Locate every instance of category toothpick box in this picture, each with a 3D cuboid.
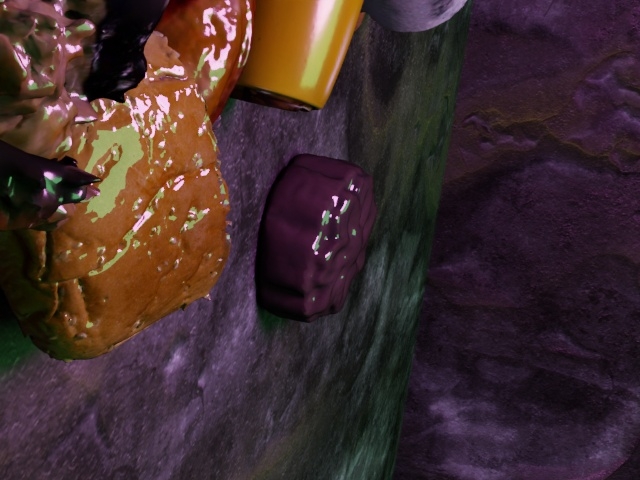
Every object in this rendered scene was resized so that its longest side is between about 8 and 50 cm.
[{"bbox_3d":[-0.034,-0.293,1.142,0.175,0.175,0.271,2,103,-75],"label":"toothpick box"}]

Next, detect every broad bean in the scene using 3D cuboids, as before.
[{"bbox_3d":[-0.143,-0.187,0.921,0.122,0.156,0.228,27,79,-31],"label":"broad bean"}]

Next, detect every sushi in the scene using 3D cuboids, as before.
[{"bbox_3d":[-0.216,-0.105,0.530,0.225,0.239,0.218,94,6,-71],"label":"sushi"}]

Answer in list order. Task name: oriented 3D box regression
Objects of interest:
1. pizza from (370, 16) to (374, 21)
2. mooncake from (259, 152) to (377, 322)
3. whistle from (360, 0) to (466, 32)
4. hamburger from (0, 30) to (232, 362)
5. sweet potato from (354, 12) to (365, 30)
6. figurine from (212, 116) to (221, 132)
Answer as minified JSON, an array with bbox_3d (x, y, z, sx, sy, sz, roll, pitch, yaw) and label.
[{"bbox_3d":[0.128,-0.523,1.659,0.409,0.114,0.277,-50,144,-66],"label":"pizza"},{"bbox_3d":[0.000,0.000,1.559,0.283,0.141,0.283,14,90,-73],"label":"mooncake"},{"bbox_3d":[0.056,-0.373,1.311,0.188,0.405,0.168,61,8,15],"label":"whistle"},{"bbox_3d":[-0.192,-0.025,0.788,0.211,0.132,0.308,-39,140,-43],"label":"hamburger"},{"bbox_3d":[0.048,-0.439,1.560,0.214,0.050,0.050,83,24,-53],"label":"sweet potato"},{"bbox_3d":[-0.155,-0.143,1.064,0.060,0.047,0.106,64,29,-2],"label":"figurine"}]
